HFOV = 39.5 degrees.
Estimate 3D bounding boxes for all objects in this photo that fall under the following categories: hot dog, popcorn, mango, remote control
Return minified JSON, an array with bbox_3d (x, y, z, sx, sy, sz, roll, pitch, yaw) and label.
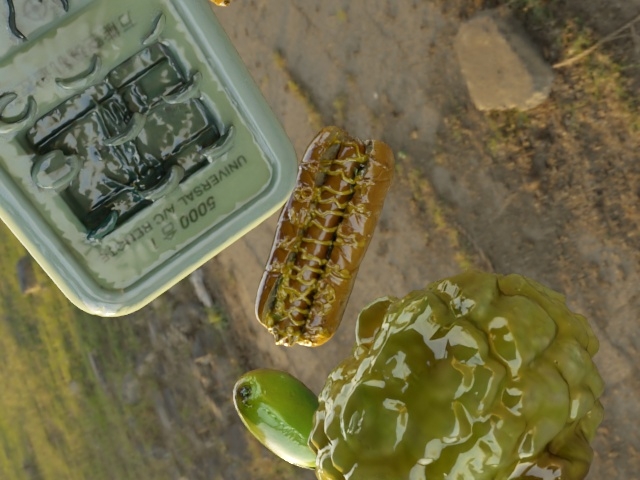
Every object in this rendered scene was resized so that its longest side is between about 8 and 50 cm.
[{"bbox_3d":[0.000,0.000,0.650,0.071,0.045,0.165,21,96,11],"label":"hot dog"},{"bbox_3d":[0.113,0.153,0.714,0.206,0.237,0.251,-17,78,58],"label":"popcorn"},{"bbox_3d":[-0.045,0.280,1.399,0.111,0.233,0.125,-37,33,28],"label":"mango"},{"bbox_3d":[-0.136,-0.121,0.358,0.335,0.128,0.065,59,169,-29],"label":"remote control"}]

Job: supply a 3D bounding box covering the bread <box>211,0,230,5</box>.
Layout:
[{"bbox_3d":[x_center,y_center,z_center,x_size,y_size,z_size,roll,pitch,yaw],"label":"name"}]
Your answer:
[{"bbox_3d":[-0.224,-0.427,1.186,0.294,0.167,0.132,34,110,27],"label":"bread"}]
